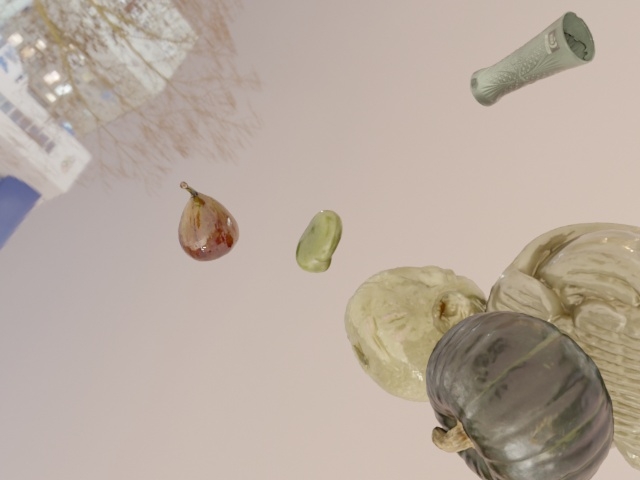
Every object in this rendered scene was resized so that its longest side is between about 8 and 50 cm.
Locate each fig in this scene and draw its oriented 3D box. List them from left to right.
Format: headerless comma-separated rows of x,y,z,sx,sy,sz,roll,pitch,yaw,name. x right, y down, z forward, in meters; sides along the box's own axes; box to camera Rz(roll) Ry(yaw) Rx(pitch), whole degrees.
-0.163,-0.035,0.882,0.089,0.125,0.088,-7,-150,4,fig

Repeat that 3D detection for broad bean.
0.000,0.000,0.783,0.083,0.045,0.063,-67,-155,19,broad bean

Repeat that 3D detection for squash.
0.211,0.179,0.692,0.218,0.218,0.172,7,-126,50,squash

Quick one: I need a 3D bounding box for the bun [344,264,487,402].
0.159,0.130,1.008,0.153,0.244,0.243,115,0,-56,bun

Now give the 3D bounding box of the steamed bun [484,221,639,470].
0.425,0.133,0.922,0.343,0.367,0.255,16,-139,34,steamed bun

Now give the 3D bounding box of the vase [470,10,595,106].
0.379,-0.322,1.162,0.219,0.096,0.096,-22,-146,52,vase
